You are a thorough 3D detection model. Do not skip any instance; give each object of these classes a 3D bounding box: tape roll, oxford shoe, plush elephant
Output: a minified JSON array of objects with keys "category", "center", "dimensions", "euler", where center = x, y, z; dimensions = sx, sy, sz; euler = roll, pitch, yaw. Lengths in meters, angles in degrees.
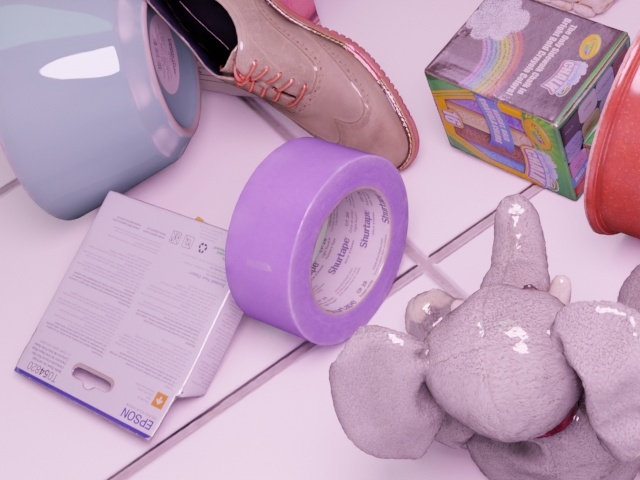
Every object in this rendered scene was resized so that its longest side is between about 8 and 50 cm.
[{"category":"tape roll","center":[0.000,0.000,1.104],"dimensions":[0.080,0.189,0.189],"euler":[19,58,33]},{"category":"oxford shoe","center":[-0.049,-0.178,1.234],"dimensions":[0.348,0.123,0.130],"euler":[40,42,1]},{"category":"plush elephant","center":[0.160,0.094,0.905],"dimensions":[0.271,0.255,0.330],"euler":[-3,48,19]}]

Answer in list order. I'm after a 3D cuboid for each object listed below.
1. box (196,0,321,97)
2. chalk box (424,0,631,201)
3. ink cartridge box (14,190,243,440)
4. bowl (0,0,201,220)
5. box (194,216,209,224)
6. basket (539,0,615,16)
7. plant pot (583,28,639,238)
[{"category":"box","center":[-0.108,-0.304,1.396],"dimensions":[0.148,0.232,0.127],"euler":[12,51,30]},{"category":"chalk box","center":[0.237,-0.142,1.168],"dimensions":[0.213,0.132,0.132],"euler":[30,72,33]},{"category":"ink cartridge box","center":[-0.186,0.076,1.191],"dimensions":[0.223,0.045,0.224],"euler":[19,76,36]},{"category":"bowl","center":[-0.238,-0.187,1.289],"dimensions":[0.163,0.312,0.312],"euler":[-9,46,12]},{"category":"box","center":[-0.119,0.034,1.235],"dimensions":[0.081,0.028,0.136],"euler":[-42,46,-17]},{"category":"basket","center":[0.288,-0.496,1.395],"dimensions":[0.328,0.266,0.331],"euler":[28,64,38]},{"category":"plant pot","center":[0.411,-0.075,0.978],"dimensions":[0.265,0.272,0.272],"euler":[29,64,29]}]
